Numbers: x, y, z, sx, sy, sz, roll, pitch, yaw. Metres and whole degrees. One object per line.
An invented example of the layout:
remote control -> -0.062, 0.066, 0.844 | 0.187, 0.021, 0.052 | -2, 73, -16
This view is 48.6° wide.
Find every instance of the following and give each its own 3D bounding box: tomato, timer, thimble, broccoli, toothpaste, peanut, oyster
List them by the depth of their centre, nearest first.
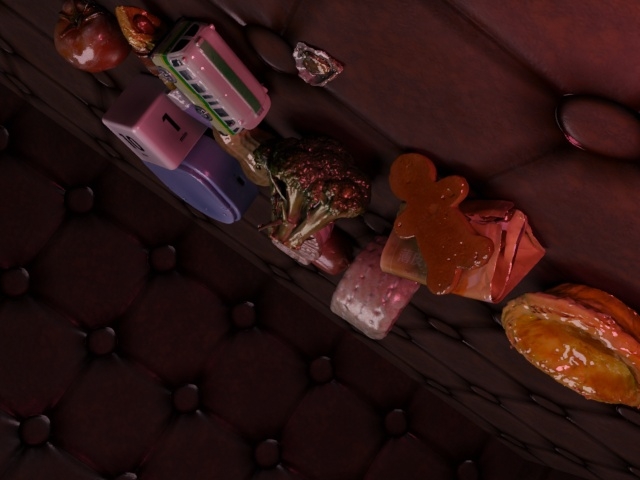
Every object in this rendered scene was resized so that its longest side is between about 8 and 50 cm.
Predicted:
oyster -> -0.008, -0.352, 1.392 | 0.100, 0.037, 0.098 | 56, 145, -2
broccoli -> -0.034, -0.119, 1.690 | 0.303, 0.284, 0.321 | 26, -175, -9
peanut -> -0.192, -0.264, 1.879 | 0.298, 0.136, 0.120 | 50, -162, -39
tomato -> -0.631, -0.538, 1.913 | 0.214, 0.155, 0.181 | 24, 166, 30
toothpaste -> -0.264, -0.319, 1.963 | 0.371, 0.080, 0.125 | 37, 162, -31
thimble -> 0.175, 0.129, 2.057 | 0.195, 0.292, 0.291 | 33, 165, 10
timer -> -0.484, -0.351, 2.087 | 0.192, 0.194, 0.195 | 21, 162, 41
timer -> -0.366, -0.212, 2.313 | 0.394, 0.173, 0.395 | 31, 164, 10

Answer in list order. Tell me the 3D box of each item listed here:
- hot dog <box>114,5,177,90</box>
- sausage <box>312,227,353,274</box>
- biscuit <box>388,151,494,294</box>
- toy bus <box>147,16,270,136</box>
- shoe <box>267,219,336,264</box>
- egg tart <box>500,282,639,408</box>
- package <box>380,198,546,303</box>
hot dog -> -0.385, -0.464, 1.684 | 0.093, 0.123, 0.261 | -11, 155, 17
sausage -> 0.000, 0.010, 2.313 | 0.254, 0.148, 0.148 | 38, 166, 3
biscuit -> 0.239, -0.052, 1.469 | 0.049, 0.197, 0.302 | -2, -121, -52
toy bus -> -0.239, -0.366, 1.622 | 0.164, 0.134, 0.276 | 17, 158, 49
shoe -> -0.040, -0.061, 2.034 | 0.171, 0.198, 0.351 | 33, 168, -3
egg tart -> 0.601, 0.219, 1.604 | 0.387, 0.169, 0.388 | 32, 162, 12
package -> 0.294, -0.011, 1.547 | 0.311, 0.221, 0.165 | 16, 136, 49
